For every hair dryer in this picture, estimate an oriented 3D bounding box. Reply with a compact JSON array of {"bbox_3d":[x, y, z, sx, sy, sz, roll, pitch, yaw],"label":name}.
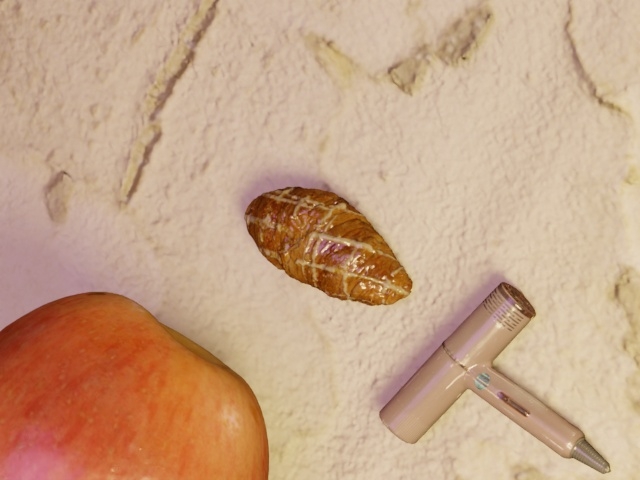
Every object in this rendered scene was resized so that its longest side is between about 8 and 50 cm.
[{"bbox_3d":[0.193,0.187,2.036,0.195,0.053,0.220,-47,68,14],"label":"hair dryer"}]

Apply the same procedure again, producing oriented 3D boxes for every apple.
[{"bbox_3d":[-0.224,0.236,2.091,0.363,0.364,0.364,-7,76,29],"label":"apple"}]

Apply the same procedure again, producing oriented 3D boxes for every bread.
[{"bbox_3d":[0.000,0.000,2.167,0.233,0.076,0.105,29,96,30],"label":"bread"}]
